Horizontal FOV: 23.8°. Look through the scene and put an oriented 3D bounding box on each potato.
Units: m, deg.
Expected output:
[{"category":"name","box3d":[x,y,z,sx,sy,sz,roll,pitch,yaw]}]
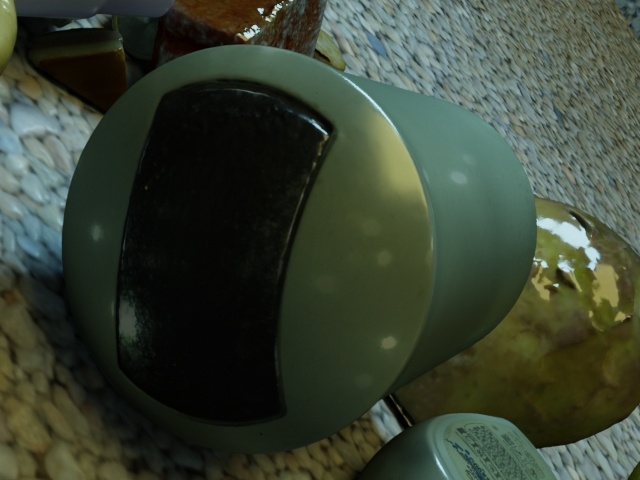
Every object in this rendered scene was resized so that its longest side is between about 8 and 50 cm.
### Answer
[{"category":"potato","box3d":[0.197,0.060,1.497,0.288,0.237,0.301,49,23,-9]}]

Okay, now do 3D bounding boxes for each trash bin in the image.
[{"category":"trash bin","box3d":[0.000,0.000,1.173,0.280,0.280,0.432,57,20,10]}]

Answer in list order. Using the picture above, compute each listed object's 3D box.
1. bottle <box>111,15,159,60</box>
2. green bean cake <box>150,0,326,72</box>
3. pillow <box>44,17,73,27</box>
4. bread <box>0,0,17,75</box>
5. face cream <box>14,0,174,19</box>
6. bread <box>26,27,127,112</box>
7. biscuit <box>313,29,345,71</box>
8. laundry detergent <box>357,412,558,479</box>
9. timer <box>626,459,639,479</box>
[{"category":"bottle","box3d":[-0.138,-0.234,1.497,0.072,0.072,0.201,50,23,-7]},{"category":"green bean cake","box3d":[-0.075,-0.187,1.400,0.097,0.198,0.233,18,20,14]},{"category":"pillow","box3d":[-0.234,-0.257,1.363,0.119,0.053,0.208,37,25,-2]},{"category":"bread","box3d":[-0.313,-0.177,1.046,0.217,0.098,0.147,41,26,-20]},{"category":"face cream","box3d":[-0.251,-0.231,1.206,0.274,0.096,0.154,-1,55,-29]},{"category":"bread","box3d":[-0.192,-0.153,1.294,0.109,0.062,0.043,29,28,-40]},{"category":"biscuit","box3d":[-0.018,-0.243,1.808,0.147,0.018,0.071,26,32,-45]},{"category":"laundry detergent","box3d":[0.119,0.249,1.247,0.215,0.105,0.280,61,22,13]},{"category":"timer","box3d":[0.470,0.348,1.493,0.387,0.376,0.376,57,19,-25]}]
